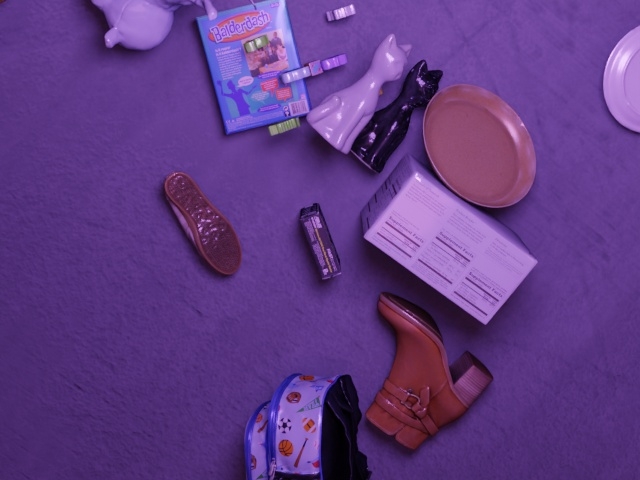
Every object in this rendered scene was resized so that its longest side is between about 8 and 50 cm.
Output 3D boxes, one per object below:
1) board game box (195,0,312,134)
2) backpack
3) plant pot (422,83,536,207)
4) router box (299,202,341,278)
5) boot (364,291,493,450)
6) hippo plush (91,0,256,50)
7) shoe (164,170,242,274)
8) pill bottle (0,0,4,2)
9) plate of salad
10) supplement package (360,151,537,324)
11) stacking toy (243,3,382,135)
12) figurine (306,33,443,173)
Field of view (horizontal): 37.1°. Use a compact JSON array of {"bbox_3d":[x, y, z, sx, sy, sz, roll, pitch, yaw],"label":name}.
[{"bbox_3d":[-0.115,-0.309,1.684,0.160,0.047,0.210,-13,104,2],"label":"board game box"},{"bbox_3d":[-0.020,0.376,1.757,0.213,0.276,0.263,5,100,11],"label":"backpack"},{"bbox_3d":[0.273,-0.162,1.671,0.236,0.032,0.236,10,66,-24],"label":"plant pot"},{"bbox_3d":[0.000,0.000,1.736,0.038,0.092,0.122,-20,102,4],"label":"router box"},{"bbox_3d":[0.158,0.249,1.804,0.283,0.109,0.220,41,104,-17],"label":"boot"},{"bbox_3d":[-0.256,-0.433,1.602,0.294,0.234,0.236,53,129,3],"label":"hippo plush"},{"bbox_3d":[-0.215,-0.035,1.749,0.077,0.058,0.219,-34,106,-13],"label":"shoe"},{"bbox_3d":[-0.565,-0.454,1.524,0.162,0.278,0.162,0,103,0],"label":"pill bottle"},{"bbox_3d":[0.593,-0.291,1.699,0.200,0.048,0.199,-3,108,-10],"label":"plate of salad"},{"bbox_3d":[0.218,-0.010,1.679,0.262,0.204,0.145,36,102,-9],"label":"supplement package"},{"bbox_3d":[-0.012,-0.295,1.646,0.221,0.052,0.167,-24,106,-20],"label":"stacking toy"},{"bbox_3d":[0.102,-0.239,1.623,0.209,0.215,0.092,-49,62,11],"label":"figurine"}]
